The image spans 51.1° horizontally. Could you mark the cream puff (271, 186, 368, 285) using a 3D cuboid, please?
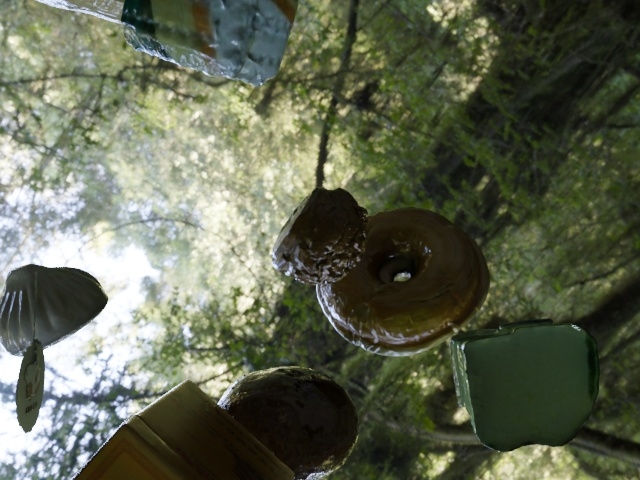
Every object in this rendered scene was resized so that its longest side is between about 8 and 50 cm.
[{"bbox_3d":[0.004,-0.001,0.830,0.103,0.126,0.144,33,161,-4],"label":"cream puff"}]

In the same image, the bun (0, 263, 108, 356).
[{"bbox_3d":[-0.647,0.131,1.552,0.263,0.263,0.175,-94,-18,-67],"label":"bun"}]

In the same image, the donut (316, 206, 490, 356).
[{"bbox_3d":[0.208,0.096,1.733,0.449,0.449,0.198,49,166,37],"label":"donut"}]

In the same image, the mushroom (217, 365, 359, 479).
[{"bbox_3d":[-0.103,0.457,1.585,0.331,0.356,0.334,20,-152,-17],"label":"mushroom"}]

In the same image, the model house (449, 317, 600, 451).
[{"bbox_3d":[0.333,0.225,1.124,0.189,0.214,0.195,-118,16,-87],"label":"model house"}]

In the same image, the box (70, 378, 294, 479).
[{"bbox_3d":[-0.116,0.233,0.651,0.174,0.076,0.274,40,177,2],"label":"box"}]

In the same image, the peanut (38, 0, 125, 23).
[{"bbox_3d":[-0.394,-0.451,1.128,0.319,0.147,0.147,-5,-138,-49],"label":"peanut"}]

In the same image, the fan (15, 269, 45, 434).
[{"bbox_3d":[-0.572,0.221,1.340,0.009,0.328,0.191,2,177,-6],"label":"fan"}]

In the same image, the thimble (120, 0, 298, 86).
[{"bbox_3d":[-0.175,-0.358,1.067,0.254,0.167,0.288,6,-160,-35],"label":"thimble"}]
